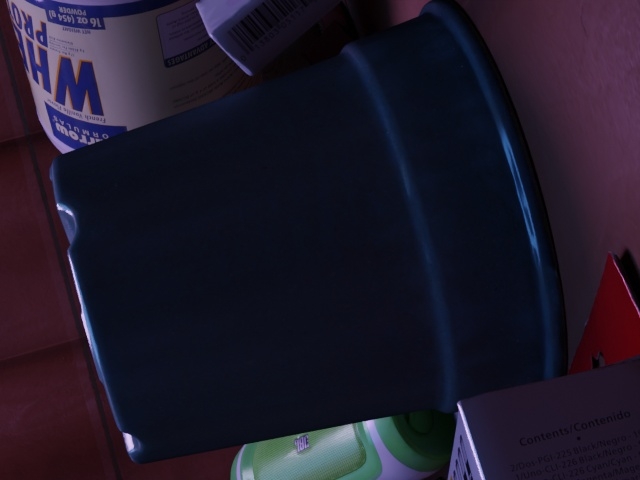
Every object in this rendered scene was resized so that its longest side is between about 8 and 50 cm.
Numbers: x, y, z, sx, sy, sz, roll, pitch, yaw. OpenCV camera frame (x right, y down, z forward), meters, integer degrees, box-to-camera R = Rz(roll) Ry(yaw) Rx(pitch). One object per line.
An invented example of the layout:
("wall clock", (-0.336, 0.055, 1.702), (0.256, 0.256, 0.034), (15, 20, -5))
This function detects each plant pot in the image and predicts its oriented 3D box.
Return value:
("plant pot", (-0.022, 0.014, 1.211), (0.341, 0.334, 0.341), (164, 90, -85))

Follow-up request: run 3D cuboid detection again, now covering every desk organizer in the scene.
("desk organizer", (0.041, -0.163, 1.547), (0.047, 0.050, 0.130), (26, -158, -52))

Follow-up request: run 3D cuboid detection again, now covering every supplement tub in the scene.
("supplement tub", (-0.180, -0.210, 1.495), (0.324, 0.236, 0.235), (84, 169, -48))

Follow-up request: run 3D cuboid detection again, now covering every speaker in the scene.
("speaker", (0.026, 0.232, 1.684), (0.296, 0.131, 0.131), (-33, 68, 45))

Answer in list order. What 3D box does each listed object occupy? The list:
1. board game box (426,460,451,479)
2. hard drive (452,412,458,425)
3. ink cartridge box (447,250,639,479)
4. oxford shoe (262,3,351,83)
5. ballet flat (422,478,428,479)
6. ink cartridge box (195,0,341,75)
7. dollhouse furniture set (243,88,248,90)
("board game box", (0.120, 0.274, 1.926), (0.305, 0.053, 0.193), (101, 153, -77))
("hard drive", (0.143, 0.151, 1.535), (0.094, 0.022, 0.135), (85, 168, -60))
("ink cartridge box", (0.158, 0.195, 0.972), (0.309, 0.130, 0.271), (86, 168, -65))
("oxford shoe", (-0.053, -0.260, 1.794), (0.348, 0.130, 0.123), (-116, 13, -63))
("ballet flat", (0.133, 0.346, 1.606), (0.400, 0.139, 0.139), (-142, 36, -64))
("ink cartridge box", (-0.020, -0.246, 1.236), (0.066, 0.189, 0.232), (45, -170, -32))
("dollhouse furniture set", (-0.026, -0.025, 1.525), (0.259, 0.262, 0.135), (92, 165, -56))
